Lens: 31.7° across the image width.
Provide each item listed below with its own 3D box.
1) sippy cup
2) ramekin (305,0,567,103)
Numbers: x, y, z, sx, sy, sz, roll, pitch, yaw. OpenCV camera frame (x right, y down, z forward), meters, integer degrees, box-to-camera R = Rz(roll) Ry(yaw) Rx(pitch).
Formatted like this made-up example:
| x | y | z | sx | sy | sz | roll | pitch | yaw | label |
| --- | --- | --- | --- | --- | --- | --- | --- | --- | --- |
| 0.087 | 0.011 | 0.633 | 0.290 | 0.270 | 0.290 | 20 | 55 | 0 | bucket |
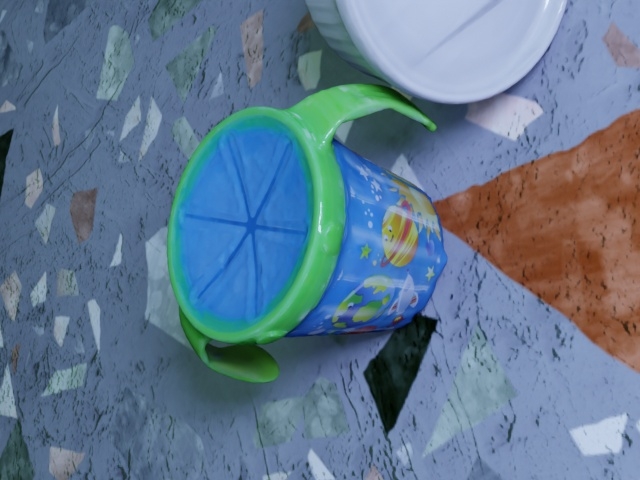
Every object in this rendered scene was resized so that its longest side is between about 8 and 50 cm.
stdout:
| x | y | z | sx | sy | sz | roll | pitch | yaw | label |
| --- | --- | --- | --- | --- | --- | --- | --- | --- | --- |
| 0.000 | 0.000 | 1.152 | 0.305 | 0.224 | 0.240 | -25 | 64 | 41 | sippy cup |
| 0.102 | -0.269 | 1.091 | 0.127 | 0.273 | 0.272 | 15 | 92 | 60 | ramekin |
